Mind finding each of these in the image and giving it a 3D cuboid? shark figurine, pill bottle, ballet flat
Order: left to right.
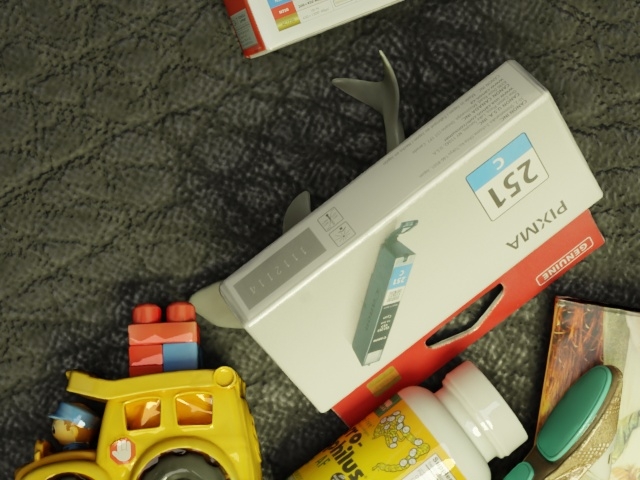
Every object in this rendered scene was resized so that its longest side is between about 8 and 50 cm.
[{"bbox_3d":[0.027,-0.010,1.245,0.166,0.116,0.278,33,94,-5],"label":"shark figurine"},{"bbox_3d":[0.073,0.201,1.253,0.208,0.117,0.117,-37,94,-3],"label":"pill bottle"},{"bbox_3d":[0.206,0.199,1.234,0.067,0.073,0.206,34,103,-16],"label":"ballet flat"}]

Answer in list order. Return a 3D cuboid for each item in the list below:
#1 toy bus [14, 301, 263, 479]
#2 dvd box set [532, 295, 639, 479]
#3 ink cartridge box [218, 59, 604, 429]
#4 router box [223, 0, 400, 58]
[{"bbox_3d":[-0.160,0.163,1.240,0.220,0.149,0.211,-7,81,1],"label":"toy bus"},{"bbox_3d":[0.325,0.278,1.265,0.308,0.062,0.420,10,94,12],"label":"dvd box set"},{"bbox_3d":[0.101,0.032,1.195,0.296,0.066,0.261,-38,135,0],"label":"ink cartridge box"},{"bbox_3d":[0.044,-0.351,1.197,0.335,0.082,0.301,-22,98,-12],"label":"router box"}]
